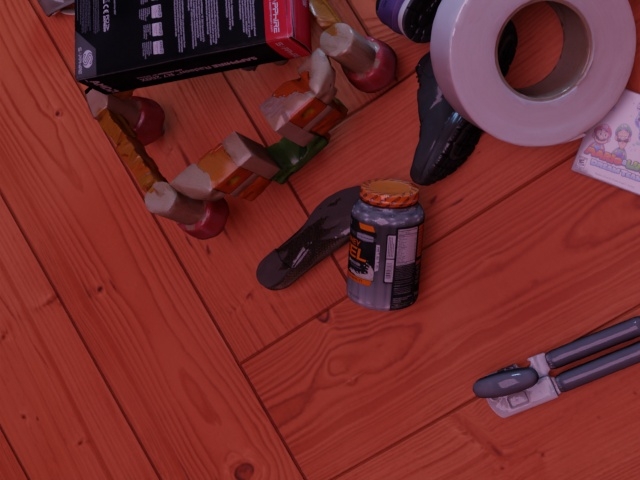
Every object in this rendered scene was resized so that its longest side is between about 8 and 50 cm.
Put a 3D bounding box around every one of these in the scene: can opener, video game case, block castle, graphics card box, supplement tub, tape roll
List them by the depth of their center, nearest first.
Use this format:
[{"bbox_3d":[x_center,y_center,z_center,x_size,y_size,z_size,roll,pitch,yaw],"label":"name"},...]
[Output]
[{"bbox_3d":[0.308,-0.281,1.745,0.286,0.100,0.286,-4,107,-12],"label":"tape roll"},{"bbox_3d":[0.476,-0.146,1.807,0.157,0.019,0.143,23,102,18],"label":"video game case"},{"bbox_3d":[-0.197,-0.367,1.818,0.371,0.094,0.232,-8,79,21],"label":"graphics card box"},{"bbox_3d":[0.375,0.199,1.841,0.280,0.093,0.074,-24,85,16],"label":"can opener"},{"bbox_3d":[0.103,0.005,1.891,0.117,0.117,0.190,10,111,20],"label":"supplement tub"},{"bbox_3d":[-0.123,-0.242,1.933,0.453,0.213,0.303,-41,68,12],"label":"block castle"}]

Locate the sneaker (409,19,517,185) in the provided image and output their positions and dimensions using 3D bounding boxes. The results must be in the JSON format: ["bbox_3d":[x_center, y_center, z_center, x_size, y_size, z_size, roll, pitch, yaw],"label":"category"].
[{"bbox_3d":[0.198,-0.224,1.873,0.130,0.109,0.286,27,94,24],"label":"sneaker"}]

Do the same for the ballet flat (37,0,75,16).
[{"bbox_3d":[-0.399,-0.435,2.102,0.213,0.072,0.068,-7,119,22],"label":"ballet flat"}]

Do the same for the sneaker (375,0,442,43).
[{"bbox_3d":[0.189,-0.443,1.848,0.283,0.107,0.124,-49,41,0],"label":"sneaker"}]

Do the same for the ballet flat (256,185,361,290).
[{"bbox_3d":[0.000,0.000,1.988,0.250,0.058,0.084,-40,58,13],"label":"ballet flat"}]
